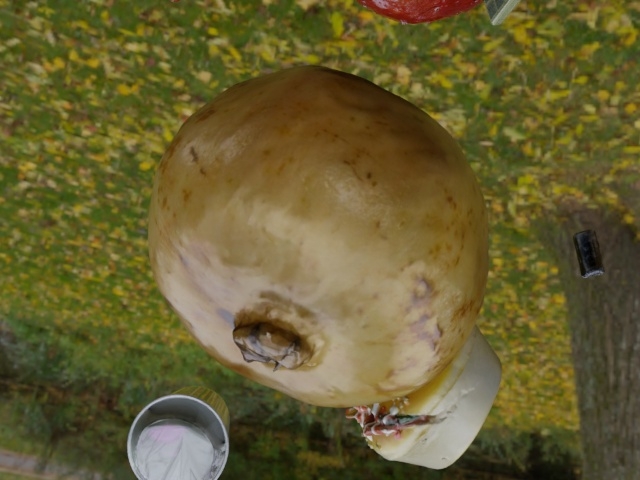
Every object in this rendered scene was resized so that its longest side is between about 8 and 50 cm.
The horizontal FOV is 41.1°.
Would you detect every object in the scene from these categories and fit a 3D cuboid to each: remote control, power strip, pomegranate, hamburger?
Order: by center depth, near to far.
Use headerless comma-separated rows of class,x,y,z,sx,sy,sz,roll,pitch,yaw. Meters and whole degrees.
pomegranate,0.000,0.000,0.593,0.248,0.248,0.248,9,159,3
hamburger,0.136,0.188,1.201,0.151,0.227,0.295,33,-175,-7
remote control,0.436,0.019,1.391,0.039,0.096,0.014,-17,135,20
power strip,0.312,-0.427,1.404,0.028,0.076,0.169,-9,164,-16

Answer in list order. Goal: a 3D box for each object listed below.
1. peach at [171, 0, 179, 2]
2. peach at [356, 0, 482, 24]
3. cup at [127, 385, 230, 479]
peach,-0.205,-0.414,1.288,0.100,0.101,0.101,9,159,3
peach,0.144,-0.516,1.282,0.370,0.370,0.370,9,159,3
cup,-0.102,0.167,0.676,0.074,0.104,0.116,-16,177,-3
